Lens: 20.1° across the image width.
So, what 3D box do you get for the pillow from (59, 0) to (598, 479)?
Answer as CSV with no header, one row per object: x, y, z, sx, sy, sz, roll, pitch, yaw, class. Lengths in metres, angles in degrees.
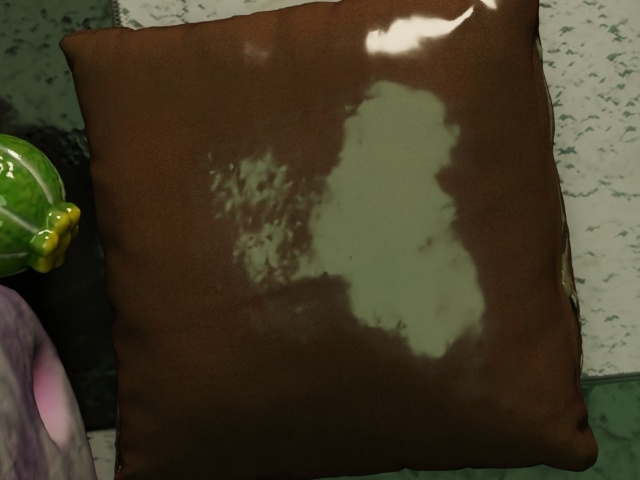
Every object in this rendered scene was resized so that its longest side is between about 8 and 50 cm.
0.000,0.000,1.089,0.305,0.108,0.308,-6,94,12,pillow

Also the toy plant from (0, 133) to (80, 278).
-0.226,-0.034,1.115,0.162,0.093,0.093,29,100,8,toy plant

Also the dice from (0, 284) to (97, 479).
-0.286,0.179,1.060,0.270,0.271,0.270,-11,95,8,dice
